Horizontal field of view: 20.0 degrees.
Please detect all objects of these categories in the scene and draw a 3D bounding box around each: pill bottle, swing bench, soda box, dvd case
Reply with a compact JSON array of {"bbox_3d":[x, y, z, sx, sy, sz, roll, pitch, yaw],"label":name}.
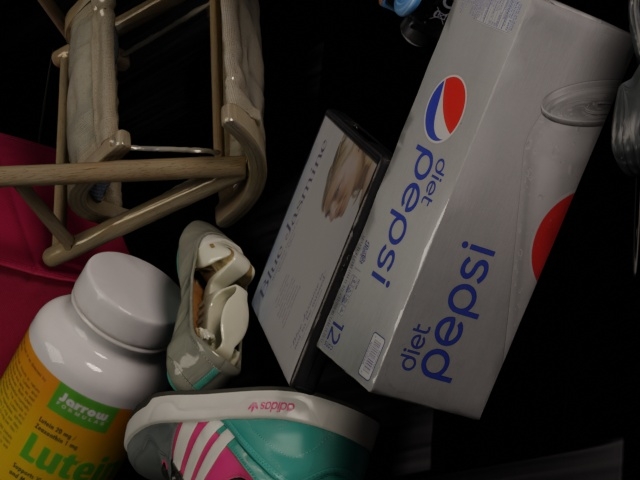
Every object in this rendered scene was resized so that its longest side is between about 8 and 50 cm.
[{"bbox_3d":[-0.218,0.136,1.642,0.246,0.136,0.136,-58,33,24],"label":"pill bottle"},{"bbox_3d":[-0.161,-0.142,1.634,0.254,0.165,0.253,-12,57,14],"label":"swing bench"},{"bbox_3d":[0.105,-0.030,1.236,0.091,0.098,0.286,36,106,59],"label":"soda box"},{"bbox_3d":[0.000,0.000,1.393,0.253,0.022,0.180,-126,56,-76],"label":"dvd case"}]

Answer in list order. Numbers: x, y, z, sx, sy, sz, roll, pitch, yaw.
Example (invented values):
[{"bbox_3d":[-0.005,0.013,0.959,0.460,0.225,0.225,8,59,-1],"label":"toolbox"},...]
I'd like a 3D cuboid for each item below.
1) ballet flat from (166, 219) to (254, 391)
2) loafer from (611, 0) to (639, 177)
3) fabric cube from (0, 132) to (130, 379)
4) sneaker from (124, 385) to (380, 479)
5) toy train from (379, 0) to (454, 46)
[{"bbox_3d":[-0.083,0.047,1.514,0.068,0.072,0.213,-40,28,30],"label":"ballet flat"},{"bbox_3d":[0.227,-0.121,1.133,0.061,0.062,0.170,0,78,36],"label":"loafer"},{"bbox_3d":[-0.357,0.054,1.792,0.254,0.259,0.258,-58,34,22],"label":"fabric cube"},{"bbox_3d":[-0.077,0.217,1.399,0.295,0.123,0.178,-14,55,54],"label":"sneaker"},{"bbox_3d":[0.113,-0.229,1.348,0.184,0.080,0.105,-54,26,33],"label":"toy train"}]
